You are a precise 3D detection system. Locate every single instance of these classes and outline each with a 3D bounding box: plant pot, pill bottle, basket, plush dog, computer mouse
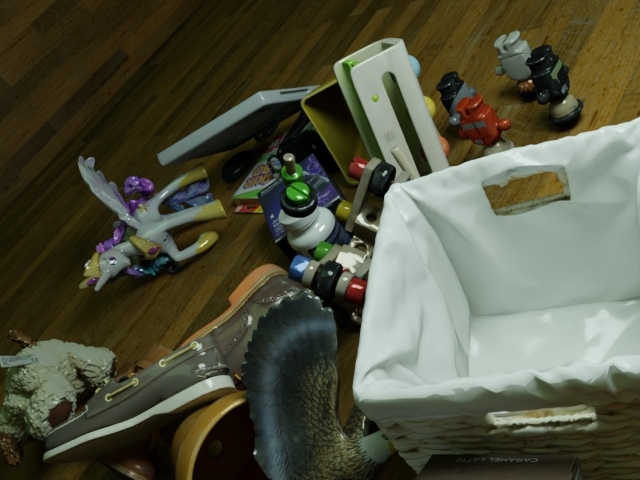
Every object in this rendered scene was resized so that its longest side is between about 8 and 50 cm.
[{"bbox_3d":[-0.120,0.306,0.899,0.205,0.205,0.188,-55,22,-23],"label":"plant pot"},{"bbox_3d":[0.000,0.000,1.142,0.094,0.169,0.094,-24,37,20],"label":"pill bottle"},{"bbox_3d":[0.245,0.093,0.691,0.328,0.266,0.331,-14,37,26],"label":"basket"},{"bbox_3d":[0.110,-0.280,1.351,0.212,0.212,0.187,-25,23,19],"label":"plant pot"},{"bbox_3d":[-0.566,0.313,1.277,0.225,0.211,0.262,-61,-1,18],"label":"plush dog"},{"bbox_3d":[-0.190,-0.251,1.723,0.071,0.041,0.242,2,51,45],"label":"computer mouse"}]

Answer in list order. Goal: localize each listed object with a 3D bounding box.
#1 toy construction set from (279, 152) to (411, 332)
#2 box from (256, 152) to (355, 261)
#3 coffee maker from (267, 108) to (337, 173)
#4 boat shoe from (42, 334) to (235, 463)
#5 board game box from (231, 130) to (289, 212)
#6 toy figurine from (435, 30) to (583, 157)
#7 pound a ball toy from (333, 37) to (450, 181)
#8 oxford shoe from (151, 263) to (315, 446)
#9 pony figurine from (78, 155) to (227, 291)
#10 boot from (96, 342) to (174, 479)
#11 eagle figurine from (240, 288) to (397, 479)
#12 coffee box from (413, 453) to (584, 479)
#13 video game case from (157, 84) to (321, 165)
[{"bbox_3d":[0.093,0.026,1.018,0.309,0.237,0.257,-1,57,3],"label":"toy construction set"},{"bbox_3d":[-0.024,-0.056,1.285,0.153,0.108,0.207,-36,35,5],"label":"box"},{"bbox_3d":[-0.024,-0.248,1.479,0.171,0.120,0.178,1,42,25],"label":"coffee maker"},{"bbox_3d":[-0.291,0.253,1.001,0.324,0.116,0.096,-26,67,9],"label":"boat shoe"},{"bbox_3d":[-0.118,-0.172,1.574,0.124,0.039,0.259,2,54,45],"label":"board game box"},{"bbox_3d":[0.335,-0.253,1.156,0.213,0.148,0.209,-35,28,9],"label":"toy figurine"},{"bbox_3d":[0.162,-0.181,1.116,0.136,0.319,0.208,-28,22,-3],"label":"pound a ball toy"},{"bbox_3d":[-0.144,0.204,1.088,0.133,0.130,0.363,25,73,40],"label":"oxford shoe"},{"bbox_3d":[-0.422,-0.049,1.544,0.363,0.303,0.351,-25,42,-6],"label":"pony figurine"},{"bbox_3d":[-0.315,0.306,1.163,0.220,0.109,0.283,-48,27,-19],"label":"boot"},{"bbox_3d":[0.027,0.241,0.793,0.225,0.226,0.298,-10,54,8],"label":"eagle figurine"},{"bbox_3d":[0.171,0.318,0.546,0.141,0.246,0.098,-14,4,32],"label":"coffee box"},{"bbox_3d":[-0.184,-0.279,1.541,0.329,0.036,0.300,-24,3,31],"label":"video game case"}]
